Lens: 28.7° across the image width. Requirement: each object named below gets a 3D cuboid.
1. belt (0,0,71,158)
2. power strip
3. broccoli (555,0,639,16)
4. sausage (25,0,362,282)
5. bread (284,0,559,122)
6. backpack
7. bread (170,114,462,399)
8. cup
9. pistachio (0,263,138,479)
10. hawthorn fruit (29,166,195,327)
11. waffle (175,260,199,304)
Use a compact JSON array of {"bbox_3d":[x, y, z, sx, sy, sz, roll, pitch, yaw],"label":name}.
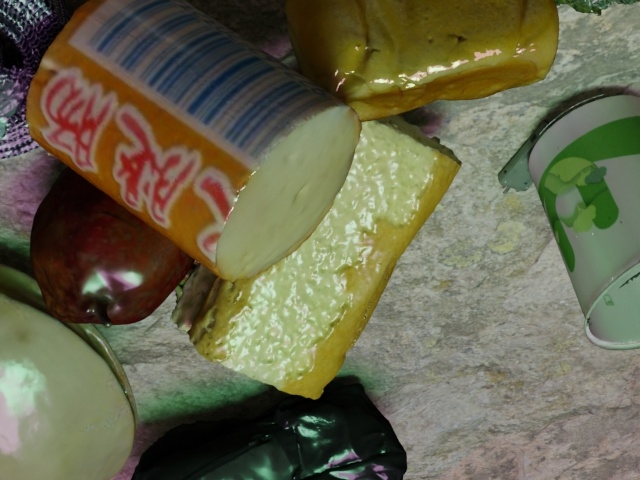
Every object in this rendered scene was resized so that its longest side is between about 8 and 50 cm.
[{"bbox_3d":[-0.408,-0.217,1.354,0.260,0.122,0.325,-35,138,16],"label":"belt"},{"bbox_3d":[0.289,-0.110,1.716,0.051,0.019,0.136,11,135,-28],"label":"power strip"},{"bbox_3d":[0.294,-0.348,1.243,0.288,0.259,0.235,-7,171,31],"label":"broccoli"},{"bbox_3d":[-0.135,-0.119,1.345,0.233,0.287,0.233,-47,160,-23],"label":"sausage"},{"bbox_3d":[0.111,-0.239,1.416,0.294,0.166,0.132,-11,163,-3],"label":"bread"},{"bbox_3d":[-0.100,0.399,2.049,0.446,0.254,0.363,-12,143,-22],"label":"backpack"},{"bbox_3d":[0.000,0.000,1.580,0.237,0.165,0.375,23,100,-32],"label":"bread"},{"bbox_3d":[0.410,-0.031,1.626,0.253,0.274,0.253,-14,146,-9],"label":"cup"},{"bbox_3d":[-0.447,0.210,1.745,0.365,0.281,0.445,-14,127,16],"label":"pistachio"},{"bbox_3d":[-0.259,0.016,1.551,0.208,0.248,0.208,2,128,3],"label":"hawthorn fruit"},{"bbox_3d":[-0.070,0.041,1.764,0.297,0.073,0.317,-18,136,5],"label":"waffle"}]
